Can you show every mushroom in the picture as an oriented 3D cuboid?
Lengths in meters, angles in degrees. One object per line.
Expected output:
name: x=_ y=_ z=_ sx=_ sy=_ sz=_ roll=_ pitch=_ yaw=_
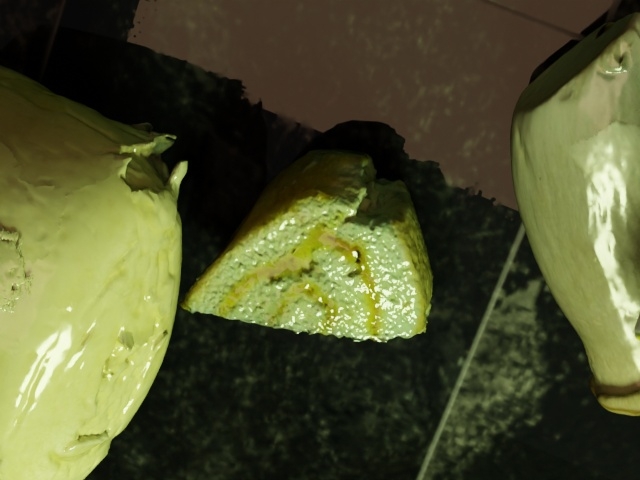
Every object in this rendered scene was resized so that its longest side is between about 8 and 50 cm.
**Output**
mushroom: x=0.173 y=-0.017 z=0.985 sx=0.108 sy=0.096 sz=0.247 roll=-7 pitch=109 yaw=14

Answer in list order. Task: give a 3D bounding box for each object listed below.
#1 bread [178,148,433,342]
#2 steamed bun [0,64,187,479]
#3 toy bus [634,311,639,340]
bread: x=-0.005 y=-0.002 z=1.025 sx=0.156 sy=0.103 sz=0.110 roll=5 pitch=112 yaw=5
steamed bun: x=-0.214 y=0.029 z=1.019 sx=0.232 sy=0.166 sz=0.273 roll=38 pitch=116 yaw=27
toy bus: x=0.252 y=-0.033 z=0.927 sx=0.074 sy=0.081 sz=0.226 roll=22 pitch=86 yaw=-35
